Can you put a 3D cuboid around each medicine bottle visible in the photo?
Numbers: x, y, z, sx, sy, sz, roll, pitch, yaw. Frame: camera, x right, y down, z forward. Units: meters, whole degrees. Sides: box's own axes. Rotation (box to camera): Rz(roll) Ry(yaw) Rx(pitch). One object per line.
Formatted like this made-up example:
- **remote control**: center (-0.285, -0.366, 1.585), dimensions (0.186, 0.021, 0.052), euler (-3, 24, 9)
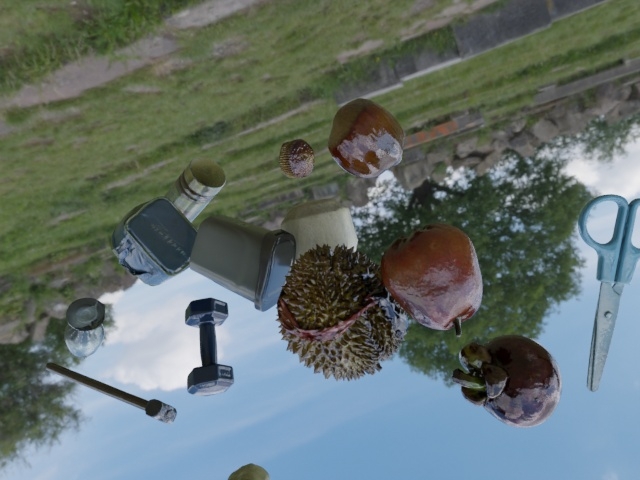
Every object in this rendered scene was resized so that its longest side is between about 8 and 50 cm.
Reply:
- **medicine bottle**: center (-0.521, -0.179, 2.014), dimensions (0.322, 0.151, 0.151), euler (-39, 176, 38)

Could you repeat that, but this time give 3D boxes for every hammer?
- **hammer**: center (-0.542, 0.381, 1.289), dimensions (0.365, 0.111, 0.044), euler (16, -114, 13)

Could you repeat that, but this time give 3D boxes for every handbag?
- **handbag**: center (-0.546, 0.006, 1.688), dimensions (0.241, 0.263, 0.222), euler (-20, -159, 51)

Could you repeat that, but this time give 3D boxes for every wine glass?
- **wine glass**: center (-0.769, 0.290, 1.656), dimensions (0.126, 0.126, 0.241), euler (-28, 161, -39)

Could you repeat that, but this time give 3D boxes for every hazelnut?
- **hazelnut**: center (0.125, -0.281, 1.356), dimensions (0.210, 0.186, 0.210), euler (-11, -132, 12)

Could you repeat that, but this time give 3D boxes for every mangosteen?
- **mangosteen**: center (0.430, 0.322, 1.196), dimensions (0.257, 0.215, 0.215), euler (12, -173, -9)

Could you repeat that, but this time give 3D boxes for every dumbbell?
- **dumbbell**: center (-0.388, 0.364, 1.757), dimensions (0.159, 0.325, 0.144), euler (-10, 152, -2)

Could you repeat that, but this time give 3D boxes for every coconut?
- **coconut**: center (0.000, 0.000, 1.643), dimensions (0.237, 0.266, 0.237), euler (-16, 179, 0)

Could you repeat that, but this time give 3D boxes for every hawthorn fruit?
- **hawthorn fruit**: center (0.259, 0.094, 1.138), dimensions (0.224, 0.261, 0.224), euler (-21, 161, -8)

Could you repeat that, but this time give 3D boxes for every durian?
- **durian**: center (0.054, 0.190, 1.340), dimensions (0.347, 0.385, 0.347), euler (-27, -175, 3)

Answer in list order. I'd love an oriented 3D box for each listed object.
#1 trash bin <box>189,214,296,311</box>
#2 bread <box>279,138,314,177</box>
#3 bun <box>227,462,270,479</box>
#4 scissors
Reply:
- **trash bin**: center (-0.221, 0.050, 1.465), dimensions (0.250, 0.220, 0.220), euler (21, -170, 14)
- **bread**: center (-0.047, -0.175, 1.082), dimensions (0.053, 0.085, 0.085), euler (-1, -160, 39)
- **bun**: center (-0.227, 0.717, 1.429), dimensions (0.188, 0.111, 0.164), euler (-48, 173, -28)
- **scissors**: center (0.644, 0.124, 1.128), dimensions (0.192, 0.448, 0.029), euler (7, -173, 3)
